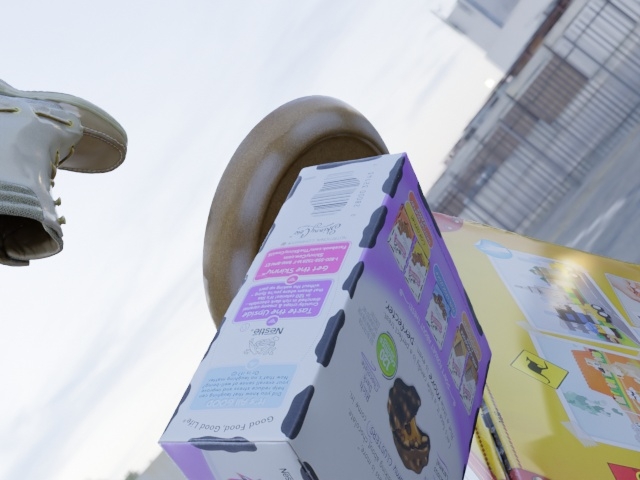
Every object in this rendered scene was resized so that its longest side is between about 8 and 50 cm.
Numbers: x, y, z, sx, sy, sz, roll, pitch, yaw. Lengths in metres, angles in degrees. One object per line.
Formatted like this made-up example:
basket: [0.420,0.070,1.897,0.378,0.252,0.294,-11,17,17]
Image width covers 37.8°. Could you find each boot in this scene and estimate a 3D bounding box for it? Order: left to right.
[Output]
boot: [-0.237,-0.053,0.786,0.077,0.165,0.213,-41,-32,25]

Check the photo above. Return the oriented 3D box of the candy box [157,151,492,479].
candy box: [0.019,0.079,0.487,0.070,0.164,0.196,-7,38,29]

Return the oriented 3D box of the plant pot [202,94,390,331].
plant pot: [0.000,0.000,0.772,0.236,0.032,0.236,-20,-63,-46]

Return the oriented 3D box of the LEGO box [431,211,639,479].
LEGO box: [0.245,0.187,0.814,0.500,0.373,0.193,-98,24,-65]
